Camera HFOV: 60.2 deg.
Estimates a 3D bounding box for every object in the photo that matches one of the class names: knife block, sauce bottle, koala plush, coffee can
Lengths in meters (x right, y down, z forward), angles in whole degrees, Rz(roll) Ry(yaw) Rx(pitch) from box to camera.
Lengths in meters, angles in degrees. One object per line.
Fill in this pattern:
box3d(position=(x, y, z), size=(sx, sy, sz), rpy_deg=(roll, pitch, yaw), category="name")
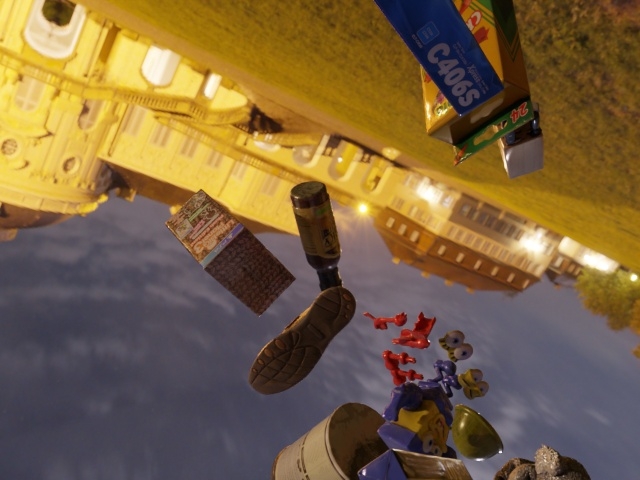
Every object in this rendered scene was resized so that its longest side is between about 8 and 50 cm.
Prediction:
box3d(position=(0.446, -0.229, 1.237), size=(0.242, 0.088, 0.276), rpy_deg=(-76, -36, -58), category="knife block")
box3d(position=(0.000, 0.000, 1.587), size=(0.111, 0.344, 0.111), rpy_deg=(-10, -148, 7), category="sauce bottle")
box3d(position=(0.494, 0.536, 1.190), size=(0.196, 0.221, 0.203), rpy_deg=(32, -139, 6), category="koala plush")
box3d(position=(0.030, 0.542, 1.333), size=(0.201, 0.275, 0.202), rpy_deg=(23, -139, -22), category="coffee can")

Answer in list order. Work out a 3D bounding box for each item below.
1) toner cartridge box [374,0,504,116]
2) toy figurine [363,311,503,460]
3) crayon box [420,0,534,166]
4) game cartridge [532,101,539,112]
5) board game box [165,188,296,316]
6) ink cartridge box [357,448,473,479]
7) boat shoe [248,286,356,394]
box3d(position=(0.112, -0.325, 0.705), size=(0.348, 0.075, 0.165), rpy_deg=(35, -148, -44), category="toner cartridge box")
box3d(position=(0.157, 0.315, 0.922), size=(0.191, 0.217, 0.363), rpy_deg=(3, 134, 41), category="toy figurine")
box3d(position=(0.297, -0.334, 1.093), size=(0.081, 0.202, 0.319), rpy_deg=(14, -119, -30), category="crayon box")
box3d(position=(0.526, -0.346, 1.436), size=(0.083, 0.017, 0.056), rpy_deg=(8, -140, 13), category="game cartridge")
box3d(position=(-0.241, 0.028, 1.460), size=(0.291, 0.141, 0.232), rpy_deg=(36, 170, 50), category="board game box")
box3d(position=(0.121, 0.274, 0.565), size=(0.207, 0.046, 0.097), rpy_deg=(35, -160, -52), category="ink cartridge box")
box3d(position=(-0.039, 0.245, 1.341), size=(0.123, 0.324, 0.116), rpy_deg=(48, 177, 3), category="boat shoe")
